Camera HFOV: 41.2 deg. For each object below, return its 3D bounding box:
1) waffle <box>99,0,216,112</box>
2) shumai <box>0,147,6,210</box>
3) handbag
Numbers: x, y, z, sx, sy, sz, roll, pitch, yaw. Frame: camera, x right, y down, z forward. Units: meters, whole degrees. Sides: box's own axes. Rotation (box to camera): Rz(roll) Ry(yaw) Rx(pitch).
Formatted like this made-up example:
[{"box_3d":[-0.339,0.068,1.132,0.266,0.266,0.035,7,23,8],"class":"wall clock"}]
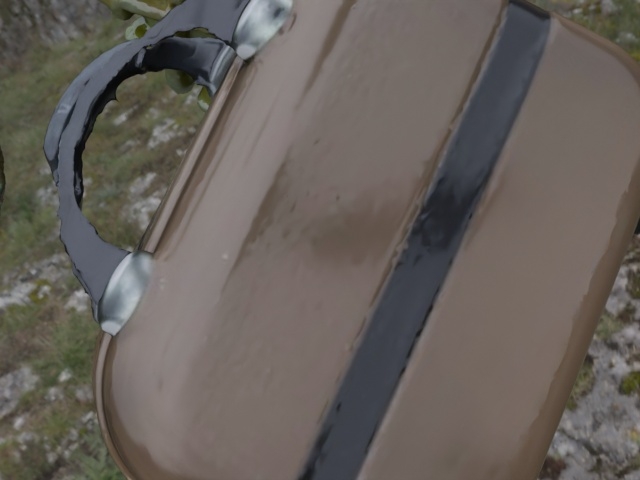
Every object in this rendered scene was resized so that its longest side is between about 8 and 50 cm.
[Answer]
[{"box_3d":[-0.034,-0.204,0.676,0.309,0.292,0.056,-19,40,29],"class":"waffle"},{"box_3d":[-0.663,-0.078,1.091,0.348,0.395,0.395,12,60,32],"class":"shumai"},{"box_3d":[0.000,0.000,0.425,0.301,0.283,0.149,-64,12,-9],"class":"handbag"}]
